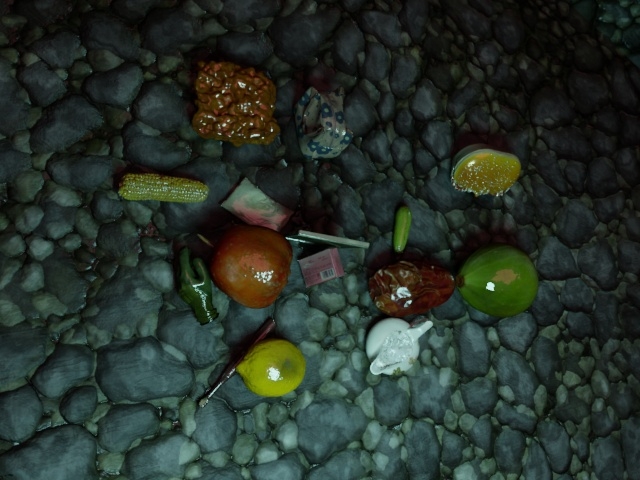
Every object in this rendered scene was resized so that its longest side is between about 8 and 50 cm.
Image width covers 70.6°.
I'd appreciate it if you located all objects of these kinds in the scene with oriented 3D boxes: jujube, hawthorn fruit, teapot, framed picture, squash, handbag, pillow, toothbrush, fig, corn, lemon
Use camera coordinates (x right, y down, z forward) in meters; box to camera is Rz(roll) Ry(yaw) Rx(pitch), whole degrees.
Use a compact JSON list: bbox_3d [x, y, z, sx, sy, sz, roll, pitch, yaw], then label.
[{"bbox_3d":[0.351,0.179,1.699,0.342,0.216,0.216,-2,78,-31],"label":"jujube"},{"bbox_3d":[-0.253,0.061,1.475,0.330,0.287,0.287,29,71,-15],"label":"hawthorn fruit"},{"bbox_3d":[0.275,0.376,1.646,0.298,0.139,0.204,-40,91,-19],"label":"teapot"},{"bbox_3d":[0.000,0.000,1.548,0.241,0.324,0.020,10,86,-15],"label":"framed picture"},{"bbox_3d":[0.324,-0.043,1.798,0.066,0.066,0.201,14,74,-15],"label":"squash"},{"bbox_3d":[0.013,-0.457,1.723,0.190,0.193,0.251,-7,81,-23],"label":"handbag"},{"bbox_3d":[-0.227,-0.113,1.645,0.230,0.050,0.148,35,65,-5],"label":"pillow"},{"bbox_3d":[-0.275,0.407,1.516,0.041,0.041,0.364,44,69,-4],"label":"toothbrush"},{"bbox_3d":[0.658,0.150,1.739,0.316,0.316,0.316,4,77,-17],"label":"fig"},{"bbox_3d":[-0.526,-0.176,1.534,0.292,0.101,0.101,3,77,-16],"label":"corn"},{"bbox_3d":[-0.153,0.413,1.473,0.257,0.188,0.188,7,75,-34],"label":"lemon"}]

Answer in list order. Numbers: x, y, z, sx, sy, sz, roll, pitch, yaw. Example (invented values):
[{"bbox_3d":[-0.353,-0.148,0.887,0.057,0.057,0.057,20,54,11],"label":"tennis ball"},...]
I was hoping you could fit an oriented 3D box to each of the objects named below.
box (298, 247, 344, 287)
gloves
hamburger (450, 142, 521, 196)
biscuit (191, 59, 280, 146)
[{"bbox_3d":[0.002,0.097,1.620,0.060,0.156,0.111,-9,80,-57],"label":"box"},{"bbox_3d":[-0.415,0.148,1.491,0.107,0.135,0.268,-11,80,-62],"label":"gloves"},{"bbox_3d":[0.691,-0.290,1.895,0.295,0.227,0.151,9,52,-13],"label":"hamburger"},{"bbox_3d":[-0.310,-0.506,1.675,0.318,0.110,0.312,2,76,-18],"label":"biscuit"}]
